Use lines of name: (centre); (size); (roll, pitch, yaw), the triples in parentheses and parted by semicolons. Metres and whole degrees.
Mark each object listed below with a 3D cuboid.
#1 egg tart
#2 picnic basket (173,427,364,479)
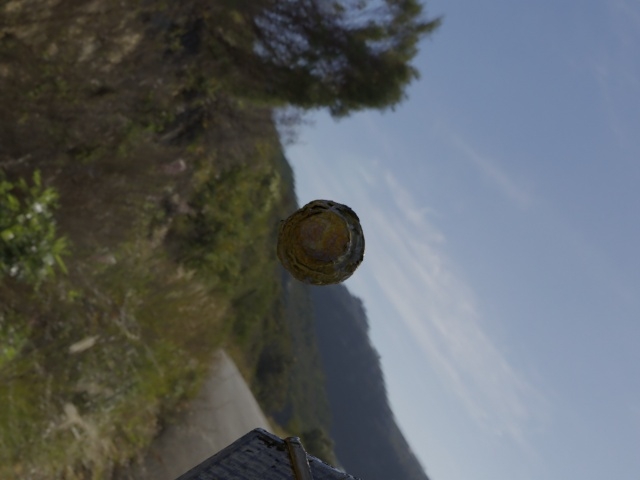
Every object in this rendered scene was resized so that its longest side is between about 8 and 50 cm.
egg tart: (0.000, 0.000, 1.325); (0.130, 0.130, 0.052); (59, -9, 11)
picnic basket: (-0.090, 0.372, 1.029); (0.175, 0.313, 0.228); (22, -66, 27)
